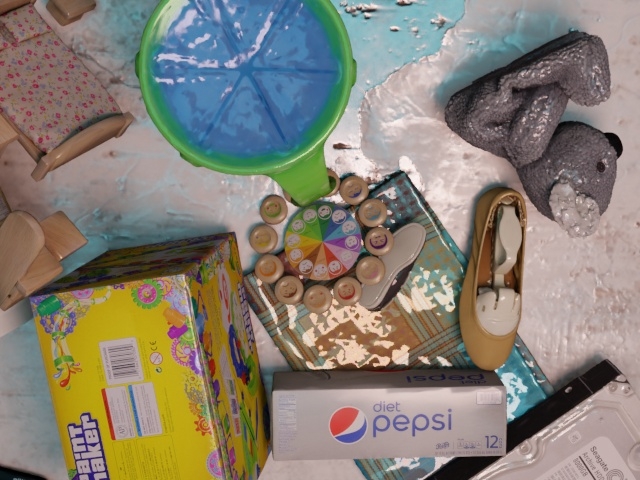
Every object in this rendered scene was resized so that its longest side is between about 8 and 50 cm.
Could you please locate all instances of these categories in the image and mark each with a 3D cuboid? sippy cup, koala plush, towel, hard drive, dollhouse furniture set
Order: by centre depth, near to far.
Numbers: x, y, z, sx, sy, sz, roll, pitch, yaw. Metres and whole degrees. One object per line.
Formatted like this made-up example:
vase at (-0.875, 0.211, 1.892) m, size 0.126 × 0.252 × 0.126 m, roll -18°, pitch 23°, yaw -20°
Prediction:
dollhouse furniture set at (-0.278, -0.152, 1.243) m, size 0.303 × 0.355 × 0.174 m, roll 49°, pitch 137°, yaw 2°
sippy cup at (-0.084, -0.199, 1.338) m, size 0.240 × 0.224 × 0.305 m, roll 7°, pitch 98°, yaw -4°
koala plush at (0.279, -0.113, 1.394) m, size 0.203 × 0.196 × 0.221 m, roll -25°, pitch 99°, yaw 13°
towel at (0.101, 0.133, 1.487) m, size 0.271 × 0.040 × 0.370 m, roll -34°, pitch 98°, yaw 2°
hard drive at (0.299, 0.341, 1.493) m, size 0.339 × 0.064 × 0.237 m, roll -35°, pitch 109°, yaw 1°

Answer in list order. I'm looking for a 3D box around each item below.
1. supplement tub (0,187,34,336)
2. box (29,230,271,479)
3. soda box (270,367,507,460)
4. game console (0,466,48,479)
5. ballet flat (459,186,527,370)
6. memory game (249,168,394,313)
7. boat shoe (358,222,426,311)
supplement tub at (-0.481, -0.018, 1.345) m, size 0.228 × 0.228 × 0.316 m, roll -23°, pitch 99°, yaw 1°
box at (-0.181, 0.162, 1.348) m, size 0.177 × 0.279 × 0.289 m, roll -9°, pitch 98°, yaw 9°
soda box at (0.082, 0.213, 1.429) m, size 0.286 × 0.098 × 0.091 m, roll -1°, pitch 98°, yaw 0°
game console at (-0.518, 0.304, 1.484) m, size 0.361 × 0.044 × 0.213 m, roll 15°, pitch 97°, yaw -5°
ballet flat at (0.218, 0.045, 1.433) m, size 0.080 × 0.073 × 0.232 m, roll 4°, pitch 83°, yaw -12°
memory game at (0.000, 0.000, 1.440) m, size 0.186 × 0.012 × 0.186 m, roll -2°, pitch 78°, yaw 11°
boat shoe at (0.094, 0.035, 1.439) m, size 0.046 × 0.038 × 0.125 m, roll 32°, pitch 91°, yaw 32°
